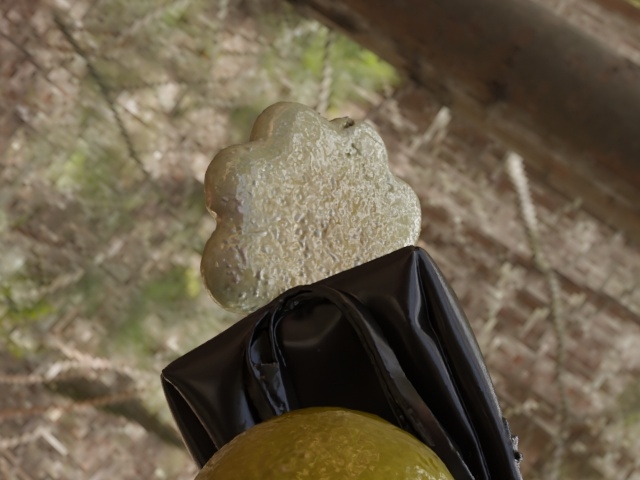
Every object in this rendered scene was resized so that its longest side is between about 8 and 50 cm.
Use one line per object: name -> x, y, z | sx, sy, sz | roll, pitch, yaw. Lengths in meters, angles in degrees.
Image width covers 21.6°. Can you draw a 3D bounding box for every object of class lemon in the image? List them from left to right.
lemon -> -0.011, 0.251, 1.202 | 0.219, 0.240, 0.240 | -29, 142, -40

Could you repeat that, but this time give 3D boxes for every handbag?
handbag -> 0.021, 0.168, 1.531 | 0.285, 0.257, 0.113 | -27, 165, 7

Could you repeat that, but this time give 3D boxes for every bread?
bread -> 0.000, 0.000, 1.764 | 0.316, 0.054, 0.316 | 10, 75, -42
